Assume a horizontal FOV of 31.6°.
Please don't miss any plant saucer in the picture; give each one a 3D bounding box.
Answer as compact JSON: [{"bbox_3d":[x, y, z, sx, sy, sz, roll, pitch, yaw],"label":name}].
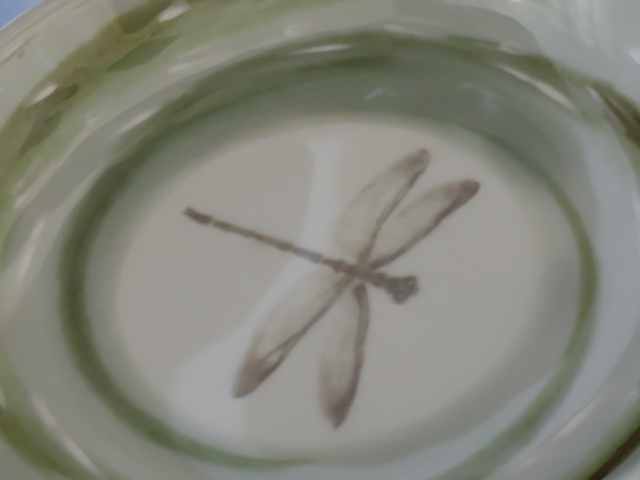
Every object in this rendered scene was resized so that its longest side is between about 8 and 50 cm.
[{"bbox_3d":[0.000,0.000,0.496,0.101,0.400,0.400,79,-149,-47],"label":"plant saucer"}]
